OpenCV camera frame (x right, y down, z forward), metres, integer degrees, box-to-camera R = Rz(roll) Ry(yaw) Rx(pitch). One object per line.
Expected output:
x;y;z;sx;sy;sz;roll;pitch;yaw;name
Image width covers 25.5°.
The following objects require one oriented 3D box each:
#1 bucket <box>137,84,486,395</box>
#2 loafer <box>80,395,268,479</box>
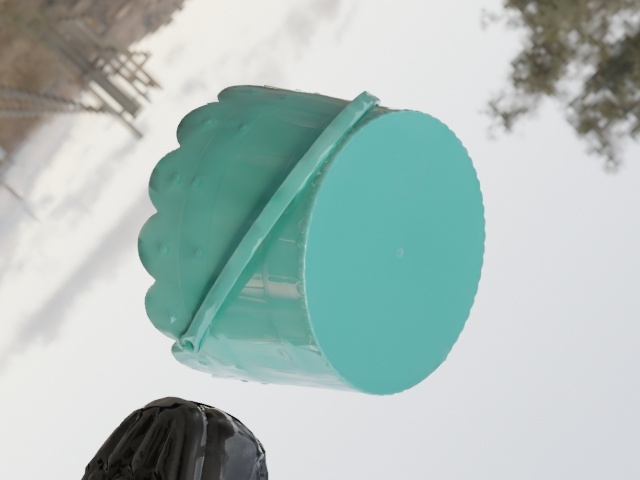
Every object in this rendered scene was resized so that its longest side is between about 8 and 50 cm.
0.000;0.000;1.218;0.183;0.281;0.281;7;-130;41;bucket
-0.044;0.154;0.369;0.076;0.078;0.223;-1;-104;55;loafer
